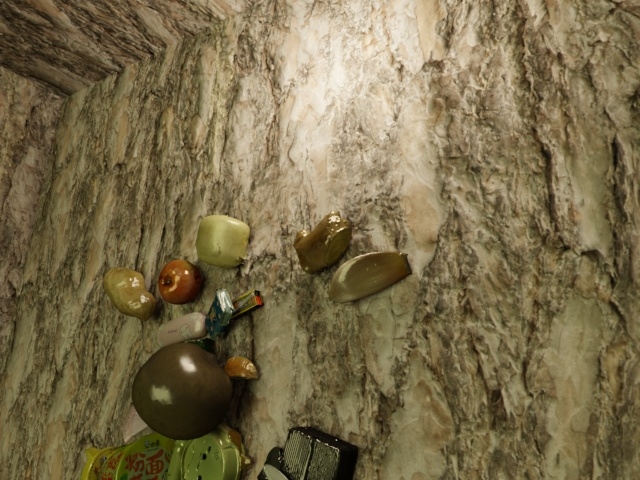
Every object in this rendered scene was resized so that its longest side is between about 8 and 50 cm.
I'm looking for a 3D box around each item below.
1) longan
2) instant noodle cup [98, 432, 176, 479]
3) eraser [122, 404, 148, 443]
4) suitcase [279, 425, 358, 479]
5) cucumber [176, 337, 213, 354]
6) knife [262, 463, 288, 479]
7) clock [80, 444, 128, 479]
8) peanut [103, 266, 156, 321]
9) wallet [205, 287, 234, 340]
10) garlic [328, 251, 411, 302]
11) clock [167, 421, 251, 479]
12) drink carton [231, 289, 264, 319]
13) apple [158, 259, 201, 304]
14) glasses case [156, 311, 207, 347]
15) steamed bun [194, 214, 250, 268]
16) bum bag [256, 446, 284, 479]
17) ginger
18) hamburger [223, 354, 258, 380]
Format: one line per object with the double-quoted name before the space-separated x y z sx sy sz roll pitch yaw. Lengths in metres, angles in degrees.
"longan" -0.507 0.559 1.653 0.361 0.361 0.360 -11 69 30
"instant noodle cup" -0.731 0.951 1.787 0.222 0.312 0.310 -23 63 36
"eraser" -0.796 0.771 1.955 0.243 0.204 0.059 8 121 52
"suitcase" -0.027 0.806 1.446 0.230 0.152 0.334 7 79 34
"cucumber" -0.524 0.575 1.862 0.105 0.145 0.324 -13 72 37
"knife" -0.088 0.833 1.365 0.081 0.043 0.336 -43 53 5
"clock" -0.875 1.006 1.856 0.071 0.277 0.293 -21 70 12
"peanut" -0.946 0.261 2.214 0.387 0.170 0.192 38 92 32
"wallet" -0.431 0.316 1.873 0.141 0.059 0.202 58 133 35
"garlic" 0.168 0.119 1.571 0.318 0.112 0.143 -24 85 17
"clock" -0.422 0.856 1.707 0.349 0.117 0.285 7 79 34
"drink carton" -0.322 0.273 1.871 0.166 0.056 0.071 -30 65 22
"apple" -0.650 0.192 2.043 0.210 0.164 0.209 -9 73 30
"glasses case" -0.633 0.409 2.015 0.297 0.075 0.113 -23 65 26
"steamed bun" -0.449 0.004 1.973 0.273 0.166 0.231 10 79 35
"bum bag" -0.201 0.895 1.560 0.142 0.080 0.325 5 73 69
"ginger" 0.000 0.000 1.710 0.221 0.130 0.275 24 82 45
"hamburger" -0.330 0.511 1.779 0.176 0.087 0.102 -12 70 32
